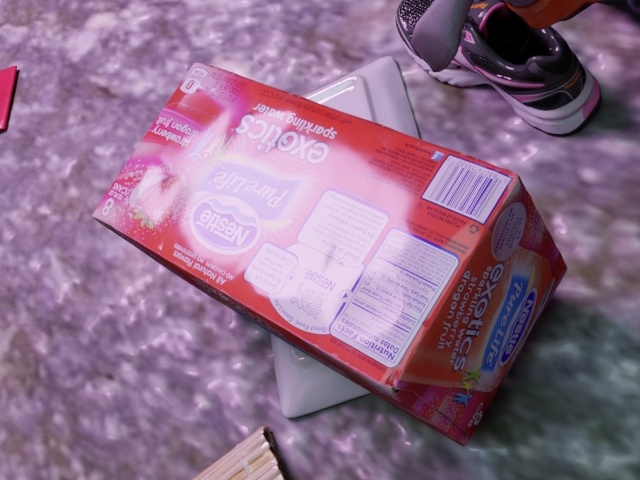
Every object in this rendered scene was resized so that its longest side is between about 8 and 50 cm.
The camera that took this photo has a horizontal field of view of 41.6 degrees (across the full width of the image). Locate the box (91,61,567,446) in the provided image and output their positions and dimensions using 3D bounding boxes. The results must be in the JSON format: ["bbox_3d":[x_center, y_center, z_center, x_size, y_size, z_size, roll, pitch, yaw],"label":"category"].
[{"bbox_3d":[0.000,0.000,0.520,0.256,0.122,0.128,25,78,36],"label":"box"}]

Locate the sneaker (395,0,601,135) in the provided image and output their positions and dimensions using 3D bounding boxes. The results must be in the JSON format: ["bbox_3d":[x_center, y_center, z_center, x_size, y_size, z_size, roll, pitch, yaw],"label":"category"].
[{"bbox_3d":[0.120,-0.149,0.601,0.178,0.077,0.072,35,83,38],"label":"sneaker"}]

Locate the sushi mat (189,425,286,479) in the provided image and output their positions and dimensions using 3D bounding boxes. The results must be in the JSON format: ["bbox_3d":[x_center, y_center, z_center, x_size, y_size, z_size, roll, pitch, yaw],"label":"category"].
[{"bbox_3d":[-0.133,0.270,0.552,0.316,0.019,0.151,-37,54,6],"label":"sushi mat"}]

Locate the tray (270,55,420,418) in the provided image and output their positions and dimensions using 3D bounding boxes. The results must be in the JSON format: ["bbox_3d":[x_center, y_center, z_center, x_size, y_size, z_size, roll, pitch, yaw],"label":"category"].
[{"bbox_3d":[0.012,-0.018,0.620,0.145,0.030,0.270,-22,56,18],"label":"tray"}]

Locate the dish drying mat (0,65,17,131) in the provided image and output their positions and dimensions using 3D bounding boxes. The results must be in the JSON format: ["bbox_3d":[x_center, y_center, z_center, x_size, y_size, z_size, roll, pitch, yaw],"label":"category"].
[{"bbox_3d":[-0.342,-0.149,0.898,0.032,0.008,0.083,-13,58,22],"label":"dish drying mat"}]

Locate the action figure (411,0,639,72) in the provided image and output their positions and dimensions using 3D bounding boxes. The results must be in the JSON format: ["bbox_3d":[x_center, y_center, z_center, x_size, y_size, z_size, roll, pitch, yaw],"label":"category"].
[{"bbox_3d":[0.261,-0.168,0.457,0.341,0.179,0.330,20,55,30],"label":"action figure"}]
